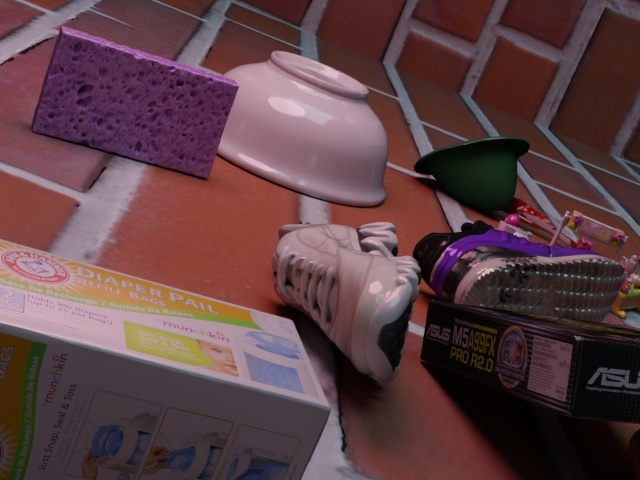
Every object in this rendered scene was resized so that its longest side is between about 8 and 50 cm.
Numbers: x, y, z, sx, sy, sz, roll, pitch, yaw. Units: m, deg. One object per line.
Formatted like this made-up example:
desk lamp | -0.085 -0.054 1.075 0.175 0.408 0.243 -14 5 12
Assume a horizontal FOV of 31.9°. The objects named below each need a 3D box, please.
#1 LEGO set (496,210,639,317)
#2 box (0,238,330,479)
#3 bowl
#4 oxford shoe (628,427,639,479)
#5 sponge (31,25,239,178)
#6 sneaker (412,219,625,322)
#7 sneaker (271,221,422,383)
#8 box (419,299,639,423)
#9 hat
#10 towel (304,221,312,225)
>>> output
LEGO set | 0.379 0.025 1.488 0.287 0.107 0.132 16 18 -21
box | -0.114 0.087 0.641 0.203 0.103 0.114 17 18 -20
bowl | -0.023 -0.169 1.522 0.298 0.134 0.298 22 17 -7
oxford shoe | 0.368 0.216 0.800 0.141 0.146 0.397 14 18 -26
sponge | -0.204 -0.150 1.248 0.210 0.117 0.031 14 17 -25
sneaker | 0.221 0.030 1.272 0.293 0.102 0.146 7 22 -43
sneaker | 0.015 0.044 0.979 0.118 0.110 0.292 13 9 -7
box | 0.235 0.102 0.938 0.216 0.060 0.270 7 1 -18
hat | 0.257 -0.049 1.713 0.209 0.183 0.173 -16 -14 30
towel | 0.000 0.000 1.236 0.060 0.009 0.083 25 17 9
